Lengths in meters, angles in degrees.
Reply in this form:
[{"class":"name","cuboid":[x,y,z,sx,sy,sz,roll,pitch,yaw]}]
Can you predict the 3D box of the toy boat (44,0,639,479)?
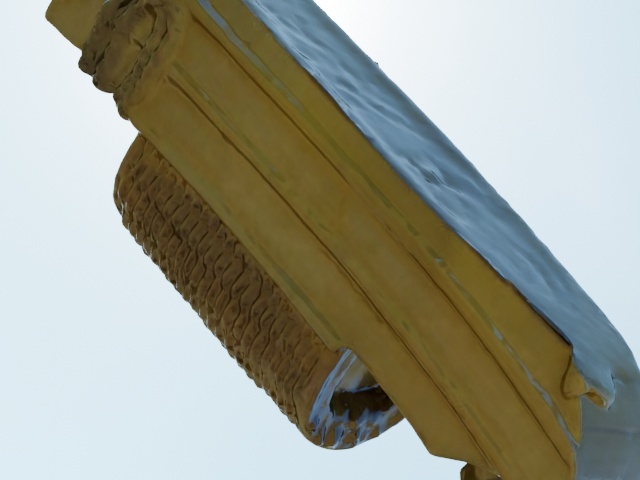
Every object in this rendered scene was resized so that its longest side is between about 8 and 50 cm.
[{"class":"toy boat","cuboid":[0.000,0.000,0.704,0.115,0.089,0.310,-51,-119,19]}]
